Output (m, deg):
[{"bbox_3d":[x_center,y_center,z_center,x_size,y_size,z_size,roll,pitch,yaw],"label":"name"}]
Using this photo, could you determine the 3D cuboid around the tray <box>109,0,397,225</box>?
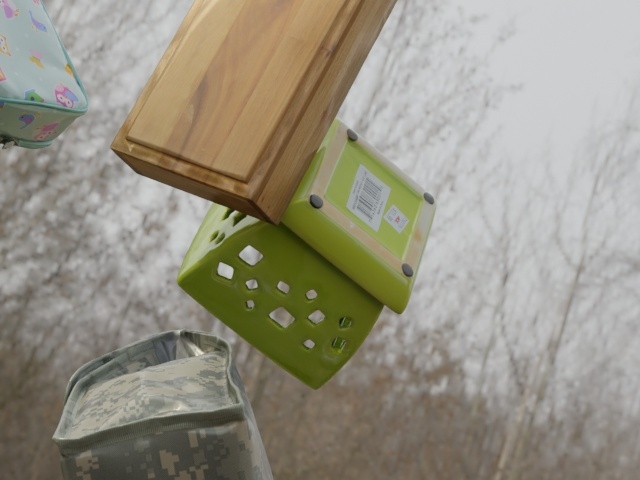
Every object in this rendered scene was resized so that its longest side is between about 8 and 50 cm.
[{"bbox_3d":[-0.048,-0.237,1.493,0.203,0.411,0.076,20,-14,30],"label":"tray"}]

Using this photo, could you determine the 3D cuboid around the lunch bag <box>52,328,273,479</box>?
[{"bbox_3d":[-0.121,0.218,1.123,0.169,0.235,0.287,-11,10,-4],"label":"lunch bag"}]

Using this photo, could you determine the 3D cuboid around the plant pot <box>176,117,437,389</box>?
[{"bbox_3d":[0.000,0.000,1.583,0.227,0.228,0.207,39,-50,-14],"label":"plant pot"}]

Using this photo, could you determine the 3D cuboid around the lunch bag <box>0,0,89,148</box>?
[{"bbox_3d":[-0.415,-0.241,1.657,0.108,0.279,0.224,-35,-21,24],"label":"lunch bag"}]
